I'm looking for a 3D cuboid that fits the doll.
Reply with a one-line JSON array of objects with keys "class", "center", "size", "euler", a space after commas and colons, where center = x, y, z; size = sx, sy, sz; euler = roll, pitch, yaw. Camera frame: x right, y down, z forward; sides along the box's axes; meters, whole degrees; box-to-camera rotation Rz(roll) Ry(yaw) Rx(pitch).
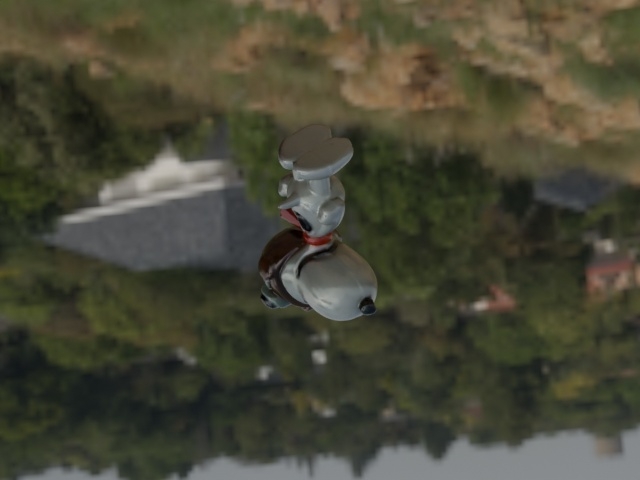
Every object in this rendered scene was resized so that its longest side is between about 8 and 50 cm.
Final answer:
[{"class": "doll", "center": [-0.005, -0.004, 0.692], "size": [0.040, 0.085, 0.058], "euler": [-34, -150, -28]}]
